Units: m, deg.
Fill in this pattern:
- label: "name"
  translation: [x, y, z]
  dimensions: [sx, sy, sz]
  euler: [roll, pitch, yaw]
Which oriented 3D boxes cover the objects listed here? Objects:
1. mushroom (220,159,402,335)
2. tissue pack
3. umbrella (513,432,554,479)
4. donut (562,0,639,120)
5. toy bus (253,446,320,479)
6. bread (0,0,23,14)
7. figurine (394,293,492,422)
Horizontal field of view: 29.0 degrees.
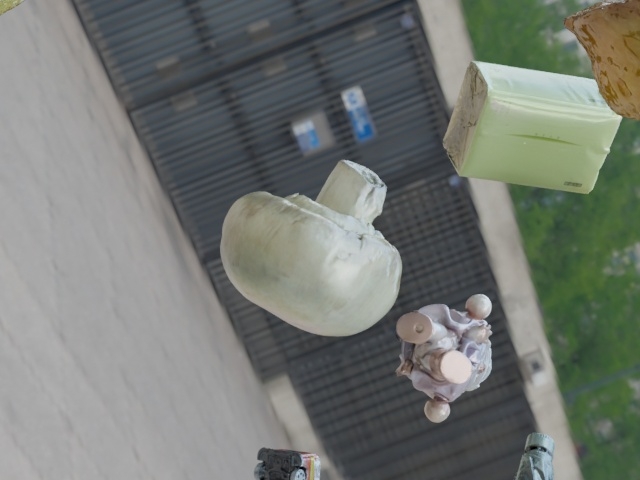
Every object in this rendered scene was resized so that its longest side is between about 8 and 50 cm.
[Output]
- label: "mushroom"
  translation: [0.000, 0.000, 1.646]
  dimensions: [0.254, 0.234, 0.260]
  euler: [25, -5, -10]
- label: "tissue pack"
  translation: [0.333, -0.177, 1.946]
  dimensions: [0.125, 0.234, 0.159]
  euler: [-104, -154, -53]
- label: "umbrella"
  translation: [0.215, 0.284, 1.302]
  dimensions: [0.188, 0.046, 0.050]
  euler: [-66, 146, -46]
- label: "donut"
  translation: [0.356, -0.174, 0.996]
  dimensions: [0.303, 0.303, 0.110]
  euler: [-107, -178, -81]
- label: "toy bus"
  translation: [-0.044, 0.372, 1.701]
  dimensions: [0.077, 0.079, 0.174]
  euler: [6, 86, -55]
- label: "bread"
  translation: [-0.460, -0.374, 1.784]
  dimensions: [0.065, 0.187, 0.103]
  euler: [51, -26, 4]
- label: "figurine"
  translation: [0.178, 0.162, 1.803]
  dimensions: [0.276, 0.133, 0.200]
  euler: [36, 76, -74]
